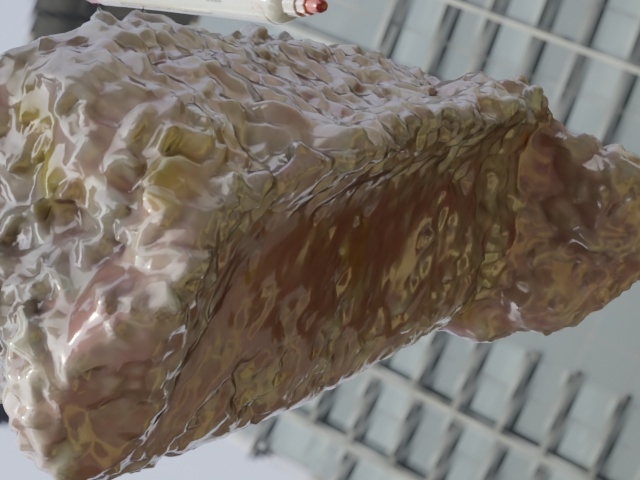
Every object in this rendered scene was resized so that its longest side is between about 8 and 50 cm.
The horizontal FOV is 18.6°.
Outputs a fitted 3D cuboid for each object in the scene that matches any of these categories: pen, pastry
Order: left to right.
[{"bbox_3d":[-0.062,-0.128,1.005,0.026,0.218,0.026,-8,-77,-36],"label":"pen"},{"bbox_3d":[-0.008,-0.007,0.540,0.265,0.112,0.103,-1,-56,-56],"label":"pastry"}]
